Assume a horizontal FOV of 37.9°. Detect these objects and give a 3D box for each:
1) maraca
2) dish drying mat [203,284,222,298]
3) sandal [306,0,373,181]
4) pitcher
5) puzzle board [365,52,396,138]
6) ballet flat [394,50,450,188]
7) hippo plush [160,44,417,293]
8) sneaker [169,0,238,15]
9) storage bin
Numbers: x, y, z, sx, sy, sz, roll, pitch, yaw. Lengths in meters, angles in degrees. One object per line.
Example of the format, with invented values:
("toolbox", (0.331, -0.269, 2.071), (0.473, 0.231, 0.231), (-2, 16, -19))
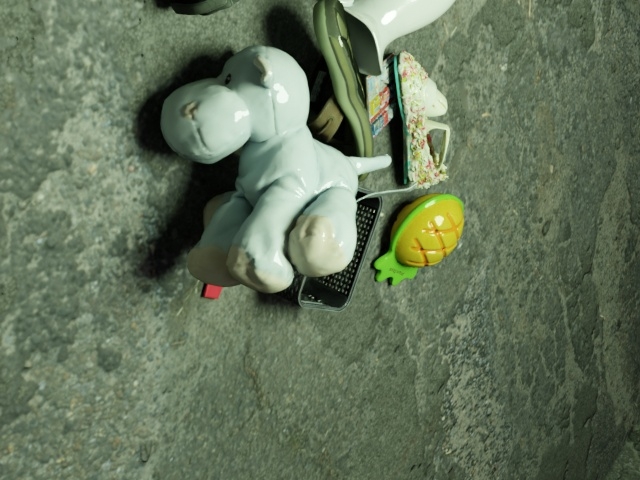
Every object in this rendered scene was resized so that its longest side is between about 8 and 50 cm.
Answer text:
("maraca", (0.160, 0.000, 1.507), (0.127, 0.099, 0.186), (20, 115, -45))
("dish drying mat", (-0.132, 0.036, 1.229), (0.032, 0.008, 0.083), (16, 91, -53))
("sandal", (0.014, -0.196, 1.243), (0.303, 0.086, 0.120), (71, 8, -52))
("pitcher", (0.093, -0.355, 1.261), (0.207, 0.125, 0.178), (-47, 120, -14))
("puzzle board", (0.091, -0.210, 1.361), (0.128, 0.011, 0.096), (-51, 144, -56))
("ballet flat", (0.158, -0.184, 1.423), (0.091, 0.077, 0.241), (-81, 166, -48))
("hippo plush", (-0.052, -0.097, 1.073), (0.294, 0.234, 0.236), (-25, 117, -4))
("sneaker", (-0.161, -0.297, 0.967), (0.295, 0.104, 0.147), (-32, 124, -45))
("storage bin", (0.000, 0.000, 1.309), (0.122, 0.084, 0.180), (12, 97, -52))
